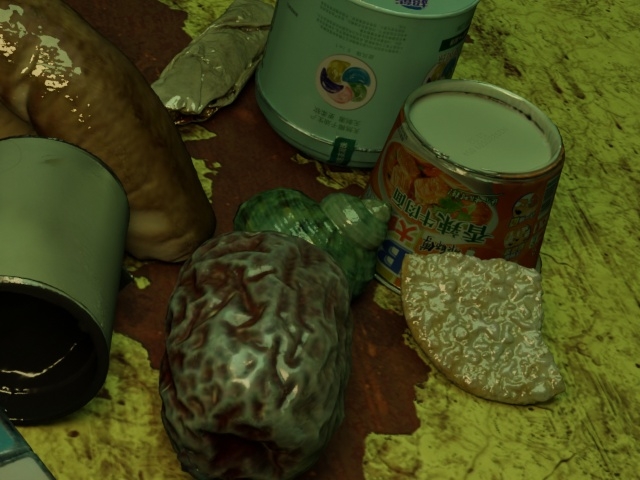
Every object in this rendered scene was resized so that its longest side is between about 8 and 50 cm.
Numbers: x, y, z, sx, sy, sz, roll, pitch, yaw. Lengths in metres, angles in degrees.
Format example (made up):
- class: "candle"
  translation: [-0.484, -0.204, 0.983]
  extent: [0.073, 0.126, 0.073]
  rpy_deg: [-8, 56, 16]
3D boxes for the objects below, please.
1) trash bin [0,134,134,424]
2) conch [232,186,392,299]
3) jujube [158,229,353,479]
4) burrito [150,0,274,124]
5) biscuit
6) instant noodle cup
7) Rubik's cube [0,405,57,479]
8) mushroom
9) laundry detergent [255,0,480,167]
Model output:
- class: "trash bin"
  translation: [-0.333, 0.042, 1.586]
  extent: [0.277, 0.217, 0.262]
  rpy_deg: [42, 27, -30]
- class: "conch"
  translation: [-0.002, 0.000, 1.827]
  extent: [0.188, 0.122, 0.176]
  rpy_deg: [-20, 79, -22]
- class: "jujube"
  translation: [-0.074, 0.127, 1.593]
  extent: [0.226, 0.226, 0.317]
  rpy_deg: [14, 43, -3]
- class: "burrito"
  translation: [-0.154, -0.273, 2.155]
  extent: [0.117, 0.076, 0.392]
  rpy_deg: [24, 38, 8]
- class: "biscuit"
  translation: [0.212, 0.102, 1.797]
  extent: [0.188, 0.040, 0.265]
  rpy_deg: [-41, 81, -21]
- class: "instant noodle cup"
  translation: [0.198, -0.074, 1.927]
  extent: [0.296, 0.214, 0.296]
  rpy_deg: [10, 38, -8]
- class: "Rubik's cube"
  translation: [-0.356, 0.331, 1.163]
  extent: [0.293, 0.287, 0.292]
  rpy_deg: [-21, 51, -39]
- class: "mushroom"
  translation: [-0.290, -0.155, 1.801]
  extent: [0.397, 0.314, 0.224]
  rpy_deg: [26, 42, 3]
- class: "laundry detergent"
  translation: [0.060, -0.279, 2.055]
  extent: [0.287, 0.305, 0.287]
  rpy_deg: [10, 39, -8]
